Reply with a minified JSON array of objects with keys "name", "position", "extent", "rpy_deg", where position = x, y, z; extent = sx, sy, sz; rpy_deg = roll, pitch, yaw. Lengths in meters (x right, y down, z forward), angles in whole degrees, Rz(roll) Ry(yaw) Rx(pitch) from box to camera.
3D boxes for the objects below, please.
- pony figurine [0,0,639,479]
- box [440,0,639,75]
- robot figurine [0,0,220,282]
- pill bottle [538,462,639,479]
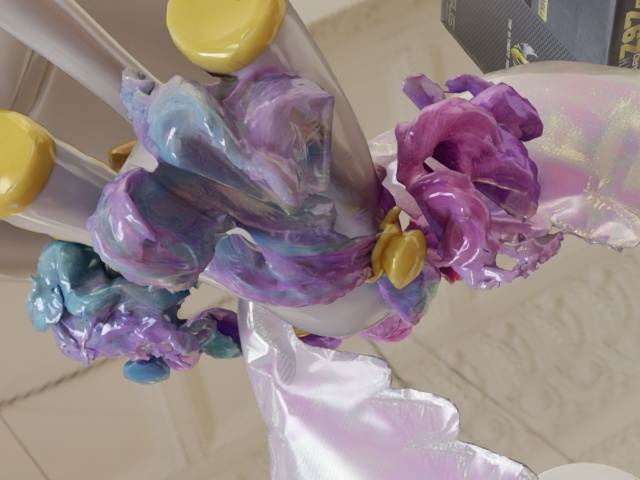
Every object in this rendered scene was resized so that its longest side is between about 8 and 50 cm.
[{"name":"pony figurine","position":[0.000,0.000,0.658],"extent":[0.363,0.351,0.302],"rpy_deg":[38,-103,-54]},{"name":"box","position":[0.142,-0.170,0.892],"extent":[0.059,0.183,0.232],"rpy_deg":[-23,-36,-15]},{"name":"robot figurine","position":[-0.173,-0.118,0.910],"extent":[0.353,0.200,0.299],"rpy_deg":[10,-86,-48]},{"name":"pill bottle","position":[0.204,0.288,1.152],"extent":[0.153,0.153,0.264],"rpy_deg":[-34,-34,-16]}]
